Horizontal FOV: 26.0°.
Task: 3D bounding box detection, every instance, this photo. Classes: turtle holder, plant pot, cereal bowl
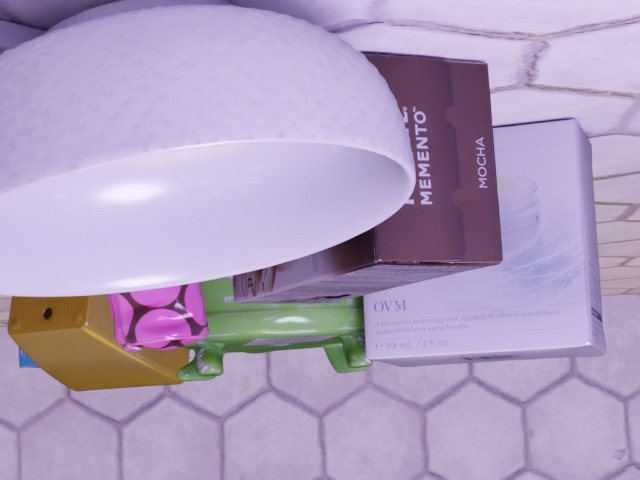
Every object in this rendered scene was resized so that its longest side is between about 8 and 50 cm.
[{"bbox_3d":[-0.042,0.036,1.535,0.243,0.227,0.320,-6,173,15],"label":"turtle holder"},{"bbox_3d":[-0.317,0.085,1.946,0.212,0.212,0.187,-7,159,30],"label":"plant pot"},{"bbox_3d":[-0.111,-0.070,0.945,0.339,0.141,0.339,-11,166,-3],"label":"cereal bowl"}]

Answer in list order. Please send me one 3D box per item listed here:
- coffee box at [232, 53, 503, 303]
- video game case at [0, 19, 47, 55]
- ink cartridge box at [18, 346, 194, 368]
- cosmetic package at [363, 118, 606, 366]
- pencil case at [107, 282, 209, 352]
[{"bbox_3d":[0.026,-0.042,1.201,0.119,0.168,0.297,1,171,-25],"label":"coffee box"},{"bbox_3d":[-0.279,-0.127,0.992,0.183,0.023,0.201,-9,170,39],"label":"video game case"},{"bbox_3d":[-0.339,0.111,2.192,0.233,0.171,0.168,-7,171,33],"label":"ink cartridge box"},{"bbox_3d":[0.164,0.008,1.405,0.224,0.224,0.138,-5,169,17],"label":"cosmetic package"},{"bbox_3d":[-0.173,0.005,1.326,0.098,0.209,0.095,-17,-175,-32],"label":"pencil case"}]
